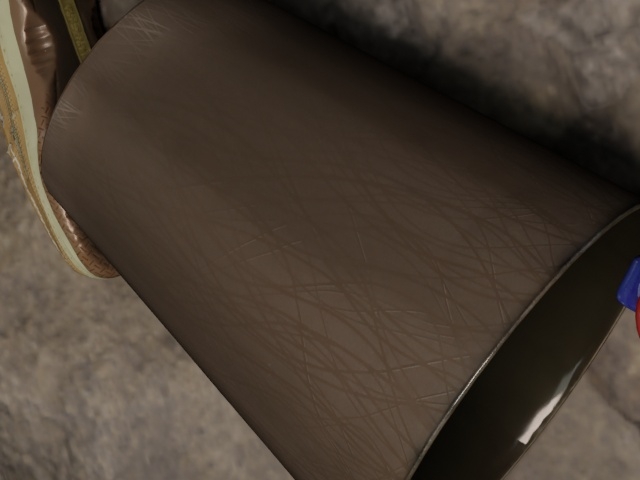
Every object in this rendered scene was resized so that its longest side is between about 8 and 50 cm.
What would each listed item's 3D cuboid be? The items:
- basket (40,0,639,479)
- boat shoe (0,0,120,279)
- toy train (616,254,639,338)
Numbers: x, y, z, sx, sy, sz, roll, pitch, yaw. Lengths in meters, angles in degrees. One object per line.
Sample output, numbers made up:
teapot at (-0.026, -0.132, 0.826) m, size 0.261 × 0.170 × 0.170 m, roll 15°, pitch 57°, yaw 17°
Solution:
basket at (0.000, 0.000, 0.850) m, size 0.227 × 0.154 × 0.204 m, roll 39°, pitch 117°, yaw 20°
boat shoe at (-0.135, -0.070, 0.964) m, size 0.072 × 0.068 × 0.190 m, roll -18°, pitch 84°, yaw 45°
toy train at (0.252, 0.026, 0.742) m, size 0.248 × 0.105 × 0.143 m, roll 30°, pitch 103°, yaw 21°
